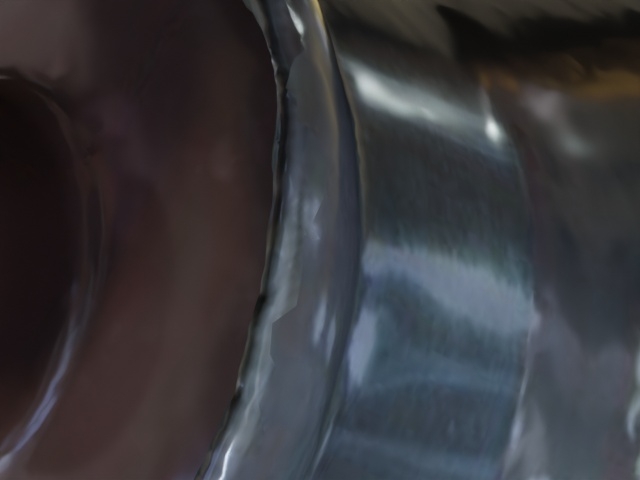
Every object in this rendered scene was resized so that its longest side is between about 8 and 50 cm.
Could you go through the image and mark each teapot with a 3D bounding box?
[{"bbox_3d":[0.000,0.000,0.553,0.306,0.362,0.376,-12,-109,34],"label":"teapot"}]
